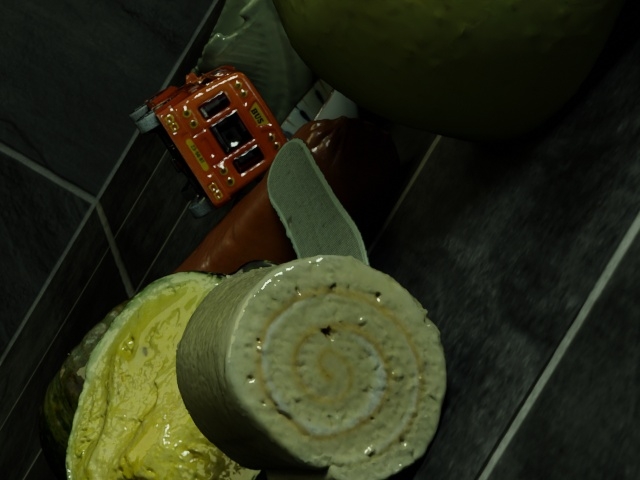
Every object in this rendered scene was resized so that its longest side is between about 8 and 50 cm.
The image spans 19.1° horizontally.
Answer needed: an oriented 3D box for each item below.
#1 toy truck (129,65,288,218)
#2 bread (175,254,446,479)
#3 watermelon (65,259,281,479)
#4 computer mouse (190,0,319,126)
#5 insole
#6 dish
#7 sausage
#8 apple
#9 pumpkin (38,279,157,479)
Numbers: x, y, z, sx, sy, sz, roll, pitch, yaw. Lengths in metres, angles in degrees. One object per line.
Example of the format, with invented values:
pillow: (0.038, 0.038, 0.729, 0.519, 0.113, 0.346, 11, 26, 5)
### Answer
toy truck: (-0.101, -0.100, 1.761, 0.114, 0.107, 0.253, -33, 9, -2)
bread: (-0.007, 0.084, 1.206, 0.134, 0.148, 0.141, -43, 9, -18)
watermelon: (-0.080, 0.132, 1.397, 0.204, 0.127, 0.232, 9, 72, 41)
computer mouse: (-0.027, -0.194, 1.956, 0.228, 0.145, 0.429, -58, 0, -26)
insole: (-0.001, 0.000, 1.484, 0.080, 0.003, 0.232, -52, 39, 27)
dish: (-0.009, -0.072, 1.764, 0.191, 0.066, 0.191, -53, 11, 15)
sausage: (-0.048, 0.012, 1.658, 0.348, 0.097, 0.094, -45, 30, 43)
apple: (0.091, -0.249, 1.333, 0.320, 0.311, 0.360, -51, -6, -43)
pumpkin: (-0.135, 0.129, 1.581, 0.224, 0.157, 0.223, -49, -2, -2)
